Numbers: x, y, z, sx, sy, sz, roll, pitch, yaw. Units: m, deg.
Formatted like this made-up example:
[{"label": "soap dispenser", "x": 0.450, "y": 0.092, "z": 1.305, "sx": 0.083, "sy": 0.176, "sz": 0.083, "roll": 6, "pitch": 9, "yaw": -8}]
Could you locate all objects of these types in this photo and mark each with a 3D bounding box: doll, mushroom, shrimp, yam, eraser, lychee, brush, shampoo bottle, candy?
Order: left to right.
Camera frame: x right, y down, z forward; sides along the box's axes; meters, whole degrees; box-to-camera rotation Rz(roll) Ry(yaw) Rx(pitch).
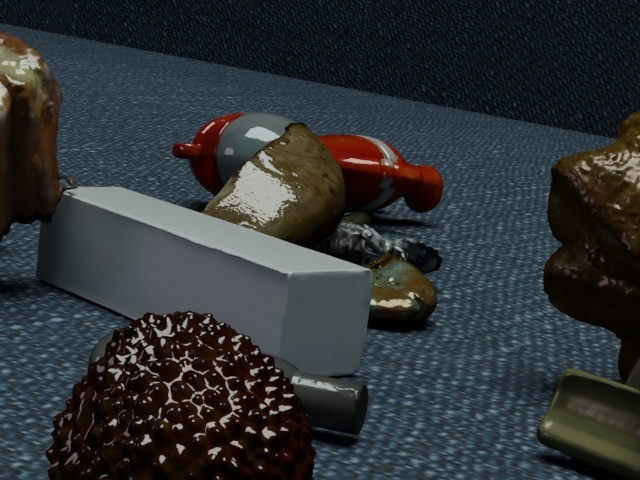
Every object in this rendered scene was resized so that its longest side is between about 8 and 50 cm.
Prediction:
[{"label": "lychee", "x": -0.063, "y": 0.095, "z": 0.824, "sx": 0.123, "sy": 0.123, "sz": 0.129, "roll": 2, "pitch": 47, "yaw": -35}, {"label": "eraser", "x": -0.093, "y": 0.025, "z": 1.339, "sx": 0.078, "sy": 0.076, "sz": 0.298, "roll": -1, "pitch": 13, "yaw": -42}, {"label": "shampoo bottle", "x": -0.054, "y": 0.086, "z": 1.113, "sx": 0.165, "sy": 0.040, "sz": 0.080, "roll": 10, "pitch": 8, "yaw": 15}, {"label": "mushroom", "x": -0.032, "y": -0.031, "z": 1.564, "sx": 0.094, "sy": 0.072, "sz": 0.210, "roll": 36, "pitch": 43, "yaw": 14}, {"label": "doll", "x": -0.021, "y": -0.072, "z": 1.917, "sx": 0.200, "sy": 0.105, "sz": 0.336, "roll": 6, "pitch": -2, "yaw": 44}, {"label": "candy", "x": 0.000, "y": 0.001, "z": 1.646, "sx": 0.226, "sy": 0.051, "sz": 0.094, "roll": 9, "pitch": 7, "yaw": 9}, {"label": "yam", "x": 0.021, "y": -0.014, "z": 1.813, "sx": 0.027, "sy": 0.029, "sz": 0.234, "roll": -1, "pitch": 6, "yaw": 16}, {"label": "shrimp", "x": 0.053, "y": 0.035, "z": 1.510, "sx": 0.091, "sy": 0.043, "sz": 0.184, "roll": 5, "pitch": 10, "yaw": 5}, {"label": "brush", "x": 0.250, "y": 0.136, "z": 1.046, "sx": 0.282, "sy": 0.054, "sz": 0.048, "roll": 17, "pitch": -6, "yaw": 41}]

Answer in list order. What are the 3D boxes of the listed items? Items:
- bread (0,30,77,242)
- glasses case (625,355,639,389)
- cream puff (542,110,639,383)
[{"label": "bread", "x": -0.304, "y": -0.074, "z": 1.350, "sx": 0.244, "sy": 0.123, "sz": 0.190, "roll": -5, "pitch": 39, "yaw": -8}, {"label": "glasses case", "x": 0.233, "y": 0.084, "z": 1.115, "sx": 0.083, "sy": 0.050, "sz": 0.196, "roll": 29, "pitch": -12, "yaw": 8}, {"label": "cream puff", "x": 0.292, "y": -0.001, "z": 1.309, "sx": 0.269, "sy": 0.241, "sz": 0.155, "roll": -30, "pitch": 28, "yaw": 4}]
